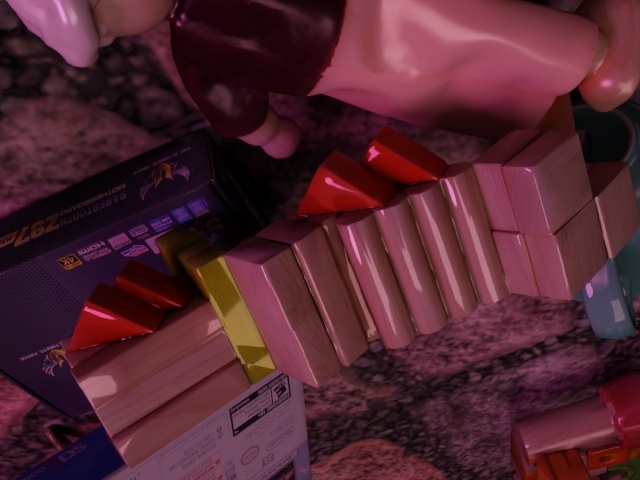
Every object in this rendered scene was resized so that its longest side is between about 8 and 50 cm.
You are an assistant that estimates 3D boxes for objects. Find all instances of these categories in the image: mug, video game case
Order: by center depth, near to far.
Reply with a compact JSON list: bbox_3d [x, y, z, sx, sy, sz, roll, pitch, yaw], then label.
[{"bbox_3d":[0.195,-0.028,0.533,0.129,0.158,0.097,-36,132,3],"label":"mug"},{"bbox_3d":[-0.120,0.242,0.660,0.269,0.061,0.244,-29,126,-38],"label":"video game case"}]

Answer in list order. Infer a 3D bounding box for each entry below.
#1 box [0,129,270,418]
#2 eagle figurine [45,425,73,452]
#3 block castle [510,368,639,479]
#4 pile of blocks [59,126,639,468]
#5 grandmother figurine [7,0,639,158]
[{"bbox_3d":[-0.144,0.038,0.585,0.232,0.059,0.183,-22,140,8],"label":"box"},{"bbox_3d":[-0.299,0.362,0.813,0.298,0.226,0.225,-35,156,15],"label":"eagle figurine"},{"bbox_3d":[0.384,0.379,0.933,0.212,0.303,0.453,-18,140,3],"label":"block castle"},{"bbox_3d":[0.000,0.000,0.466,0.362,0.149,0.113,-21,113,2],"label":"pile of blocks"},{"bbox_3d":[-0.003,-0.117,0.427,0.342,0.104,0.208,10,137,-22],"label":"grandmother figurine"}]
